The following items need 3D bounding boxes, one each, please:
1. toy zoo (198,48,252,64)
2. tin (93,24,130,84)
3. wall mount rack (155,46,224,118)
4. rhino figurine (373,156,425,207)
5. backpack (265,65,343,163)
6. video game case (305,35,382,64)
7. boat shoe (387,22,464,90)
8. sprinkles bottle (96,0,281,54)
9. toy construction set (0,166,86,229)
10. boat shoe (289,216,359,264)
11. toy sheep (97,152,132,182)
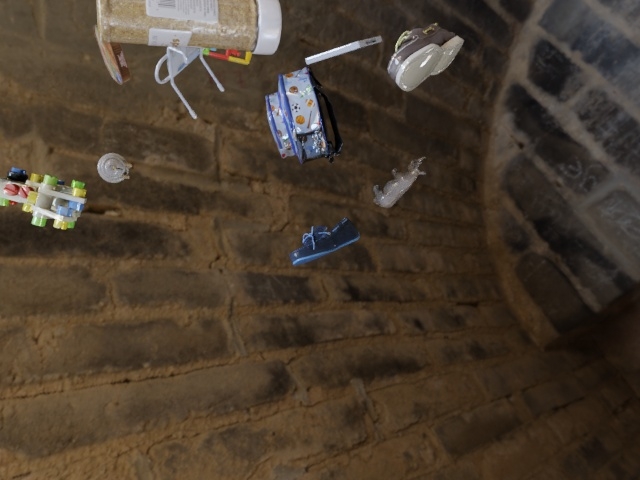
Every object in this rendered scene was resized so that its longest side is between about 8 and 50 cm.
[{"bbox_3d":[-0.400,-0.882,2.427,0.292,0.193,0.030,7,-177,-21],"label":"toy zoo"},{"bbox_3d":[-0.626,-0.562,1.680,0.106,0.190,0.040,37,-120,27],"label":"tin"},{"bbox_3d":[-0.496,-0.679,2.218,0.130,0.304,0.350,27,-124,11],"label":"wall mount rack"},{"bbox_3d":[0.288,-0.210,2.004,0.073,0.243,0.106,41,-169,-30],"label":"rhino figurine"},{"bbox_3d":[-0.066,-0.406,1.780,0.212,0.264,0.277,-12,-140,-7],"label":"backpack"},{"bbox_3d":[0.089,-0.685,2.002,0.285,0.203,0.025,-47,-57,-59],"label":"video game case"},{"bbox_3d":[0.227,-0.432,1.285,0.096,0.117,0.324,41,-138,10],"label":"boat shoe"},{"bbox_3d":[-0.262,-0.450,1.129,0.354,0.121,0.121,-3,-132,-21],"label":"sprinkles bottle"},{"bbox_3d":[-0.713,-0.126,1.343,0.327,0.151,0.215,30,-177,-5],"label":"toy construction set"},{"bbox_3d":[0.000,0.000,1.632,0.258,0.109,0.089,-23,-92,-46],"label":"boat shoe"},{"bbox_3d":[-0.576,-0.202,1.559,0.091,0.091,0.132,30,168,-23],"label":"toy sheep"}]
